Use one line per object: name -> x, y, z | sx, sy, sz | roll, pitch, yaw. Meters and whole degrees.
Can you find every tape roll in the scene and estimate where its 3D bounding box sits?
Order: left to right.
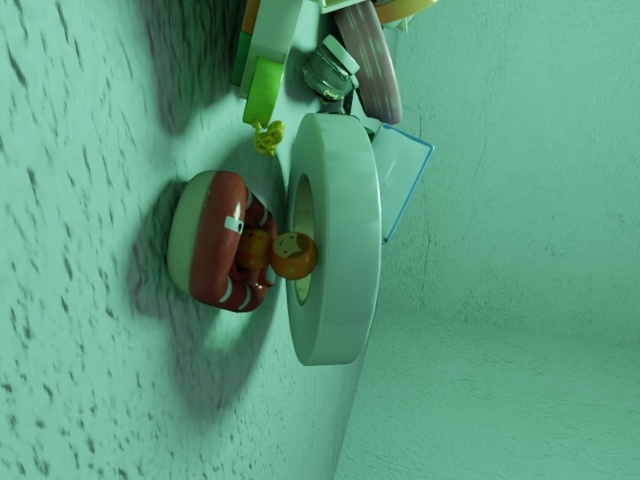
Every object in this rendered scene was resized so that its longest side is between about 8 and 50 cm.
tape roll -> 0.000, 0.000, 0.667 | 0.392, 0.071, 0.393 | 180, -90, -78

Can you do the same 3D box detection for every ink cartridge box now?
ink cartridge box -> 0.153, -0.131, 1.177 | 0.270, 0.151, 0.395 | -63, 180, -1

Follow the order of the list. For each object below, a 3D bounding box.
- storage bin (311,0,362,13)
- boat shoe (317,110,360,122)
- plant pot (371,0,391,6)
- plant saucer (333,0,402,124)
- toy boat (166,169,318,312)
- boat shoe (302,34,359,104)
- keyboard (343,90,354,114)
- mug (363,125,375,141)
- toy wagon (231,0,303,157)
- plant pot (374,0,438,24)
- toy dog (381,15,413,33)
storage bin -> 0.067, -0.524, 0.624 | 0.262, 0.123, 0.261 | -28, 138, -21
boat shoe -> 0.023, -0.156, 0.956 | 0.111, 0.104, 0.308 | 47, 52, -75
plant pot -> 0.186, -0.659, 0.860 | 0.263, 0.229, 0.263 | -19, 90, -86
plant saucer -> 0.112, -0.440, 1.035 | 0.332, 0.084, 0.333 | -19, 90, -81
toy boat -> -0.077, 0.012, 0.510 | 0.231, 0.150, 0.151 | 55, 43, -71
boat shoe -> 0.018, -0.342, 0.878 | 0.091, 0.109, 0.305 | -45, -173, 12
keyboard -> 0.093, -0.484, 1.277 | 0.108, 0.023, 0.180 | 22, 74, -76
mug -> 0.068, -0.234, 1.096 | 0.158, 0.097, 0.129 | -62, 178, -20
toy wagon -> -0.048, -0.266, 0.472 | 0.267, 0.068, 0.345 | 151, -49, -70
plant pot -> 0.192, -0.734, 1.091 | 0.204, 0.290, 0.291 | 59, 36, -41
toy dog -> 0.232, -0.790, 1.436 | 0.161, 0.220, 0.333 | -54, 165, 15
